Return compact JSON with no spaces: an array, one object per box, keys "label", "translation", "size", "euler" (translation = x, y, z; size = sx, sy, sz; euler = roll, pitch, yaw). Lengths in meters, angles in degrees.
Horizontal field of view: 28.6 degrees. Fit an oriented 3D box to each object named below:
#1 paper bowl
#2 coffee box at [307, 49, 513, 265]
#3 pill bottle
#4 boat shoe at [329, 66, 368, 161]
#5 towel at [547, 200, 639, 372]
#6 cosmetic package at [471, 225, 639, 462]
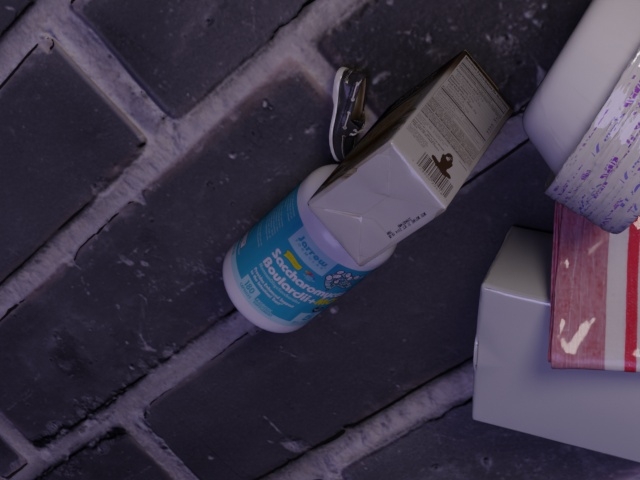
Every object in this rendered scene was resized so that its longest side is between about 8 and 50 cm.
[{"label":"paper bowl","translation":[0.307,-0.161,1.245],"size":[0.148,0.284,0.284],"euler":[32,130,5]},{"label":"coffee box","translation":[0.106,-0.096,1.415],"size":[0.141,0.246,0.098],"euler":[-34,100,38]},{"label":"pill bottle","translation":[0.000,0.000,1.601],"size":[0.146,0.146,0.264],"euler":[44,130,-6]},{"label":"boat shoe","translation":[0.038,-0.152,1.547],"size":[0.038,0.046,0.125],"euler":[16,119,23]},{"label":"towel","translation":[0.416,0.029,1.360],"size":[0.329,0.037,0.237],"euler":[1,79,17]},{"label":"cosmetic package","translation":[0.383,0.139,1.495],"size":[0.385,0.156,0.217],"euler":[15,126,19]}]
